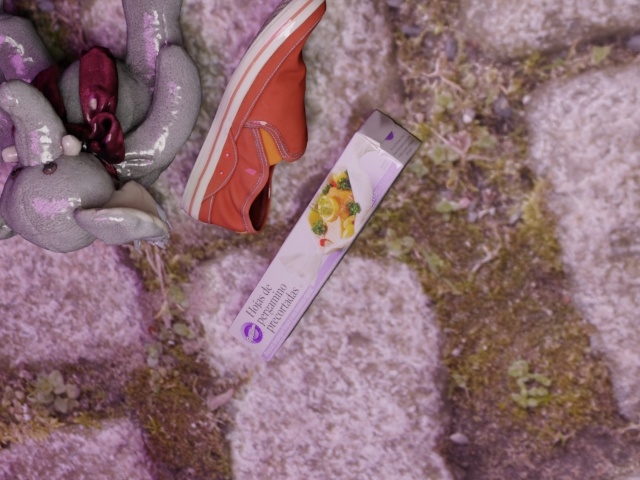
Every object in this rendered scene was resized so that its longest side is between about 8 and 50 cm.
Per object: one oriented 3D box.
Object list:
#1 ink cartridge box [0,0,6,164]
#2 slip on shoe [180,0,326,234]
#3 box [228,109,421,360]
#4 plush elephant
[{"bbox_3d":[-0.415,-0.196,1.685,0.097,0.046,0.207,10,120,19],"label":"ink cartridge box"},{"bbox_3d":[-0.053,-0.133,1.513,0.101,0.123,0.331,27,130,1],"label":"slip on shoe"},{"bbox_3d":[0.000,0.000,1.587,0.063,0.067,0.324,36,126,4],"label":"box"},{"bbox_3d":[-0.262,-0.099,1.510,0.271,0.255,0.330,-8,109,19],"label":"plush elephant"}]
